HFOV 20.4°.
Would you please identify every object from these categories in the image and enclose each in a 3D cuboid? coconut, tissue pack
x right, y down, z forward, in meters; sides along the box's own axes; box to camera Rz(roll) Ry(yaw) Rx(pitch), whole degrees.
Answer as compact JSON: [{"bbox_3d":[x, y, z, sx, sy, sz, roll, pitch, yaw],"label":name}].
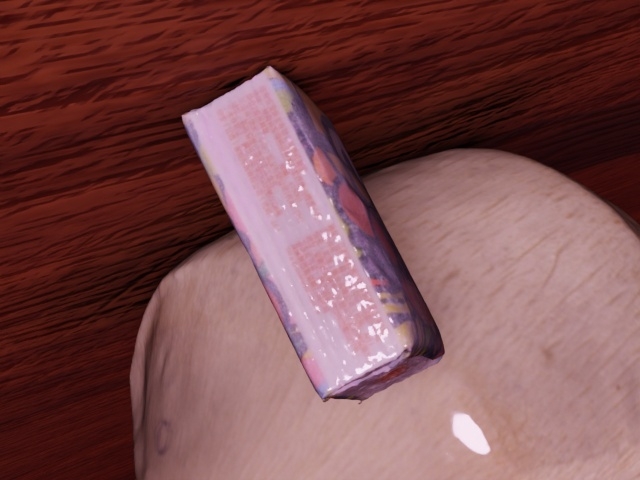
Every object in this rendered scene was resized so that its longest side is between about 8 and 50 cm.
[{"bbox_3d":[0.030,0.075,0.640,0.224,0.224,0.224,-26,171,-4],"label":"coconut"},{"bbox_3d":[0.000,0.000,0.473,0.035,0.083,0.063,-29,171,6],"label":"tissue pack"}]
